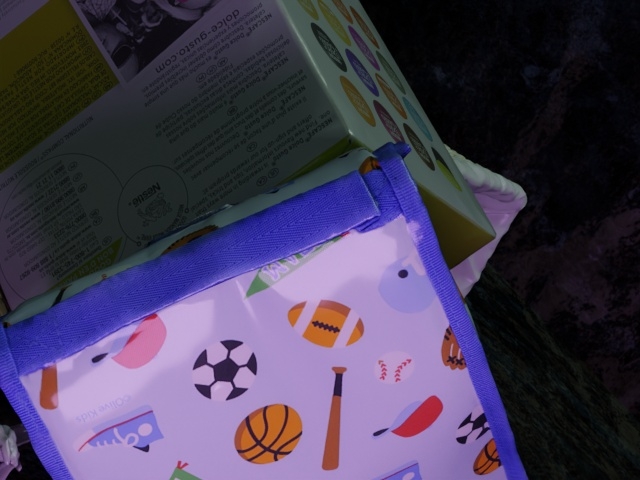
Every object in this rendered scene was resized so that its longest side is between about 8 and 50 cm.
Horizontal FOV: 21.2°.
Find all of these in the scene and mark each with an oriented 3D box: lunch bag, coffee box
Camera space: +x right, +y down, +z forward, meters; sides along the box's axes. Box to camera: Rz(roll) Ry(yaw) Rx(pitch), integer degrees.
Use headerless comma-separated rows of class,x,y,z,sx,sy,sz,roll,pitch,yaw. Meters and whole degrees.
lunch bag,-0.040,0.098,1.297,0.385,0.328,0.239,62,4,-58
coffee box,-0.101,-0.077,1.562,0.337,0.338,0.334,29,30,-60

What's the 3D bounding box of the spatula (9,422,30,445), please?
spatula,-0.254,0.161,1.407,0.084,0.030,0.296,60,18,9

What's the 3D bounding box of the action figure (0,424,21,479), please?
action figure,-0.225,0.209,1.144,0.164,0.141,0.275,49,12,-28

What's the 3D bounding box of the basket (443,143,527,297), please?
basket,0.000,0.000,1.908,0.266,0.331,0.328,35,11,26

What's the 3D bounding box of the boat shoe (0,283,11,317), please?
boat shoe,-0.326,0.027,1.466,0.103,0.092,0.285,59,4,-29
